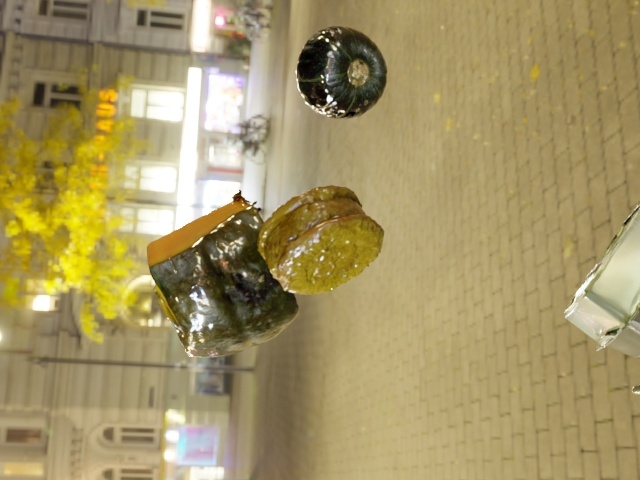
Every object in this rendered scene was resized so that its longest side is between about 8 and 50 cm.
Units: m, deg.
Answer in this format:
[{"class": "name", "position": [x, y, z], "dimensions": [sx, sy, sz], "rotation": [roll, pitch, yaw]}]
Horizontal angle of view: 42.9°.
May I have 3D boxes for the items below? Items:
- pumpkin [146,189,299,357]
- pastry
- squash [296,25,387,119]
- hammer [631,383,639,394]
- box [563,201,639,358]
[{"class": "pumpkin", "position": [-0.176, 0.078, 1.490], "dimensions": [0.256, 0.225, 0.303], "rotation": [57, 170, 43]}, {"class": "pastry", "position": [0.000, 0.000, 1.278], "dimensions": [0.103, 0.188, 0.189], "rotation": [59, 153, 31]}, {"class": "squash", "position": [0.043, -0.338, 1.645], "dimensions": [0.156, 0.193, 0.193], "rotation": [-130, 44, -71]}, {"class": "hammer", "position": [0.667, 0.241, 1.540], "dimensions": [0.028, 0.195, 0.060], "rotation": [62, 152, 5]}, {"class": "box", "position": [0.597, 0.070, 1.512], "dimensions": [0.290, 0.166, 0.220], "rotation": [-53, -15, -13]}]
